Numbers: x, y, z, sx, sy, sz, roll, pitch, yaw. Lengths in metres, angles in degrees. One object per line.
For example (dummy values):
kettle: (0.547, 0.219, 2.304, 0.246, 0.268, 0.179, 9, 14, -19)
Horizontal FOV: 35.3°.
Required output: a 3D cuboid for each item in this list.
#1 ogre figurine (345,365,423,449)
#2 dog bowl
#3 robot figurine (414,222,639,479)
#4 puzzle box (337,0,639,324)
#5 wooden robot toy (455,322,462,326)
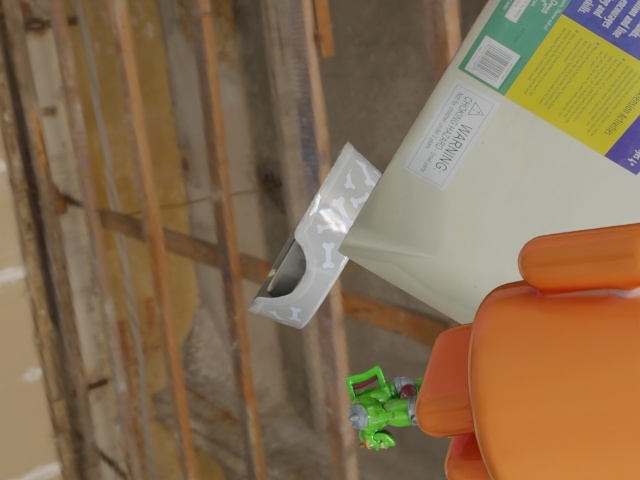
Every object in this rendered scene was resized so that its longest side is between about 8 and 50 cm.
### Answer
ogre figurine: (0.094, 0.197, 1.214, 0.197, 0.118, 0.097, -86, 167, -72)
dog bowl: (0.000, 0.000, 1.759, 0.102, 0.349, 0.349, 30, -42, -3)
robot figurine: (0.158, 0.071, 0.495, 0.219, 0.128, 0.158, -12, -97, 29)
puzzle box: (0.209, -0.057, 0.800, 0.272, 0.052, 0.409, 31, -44, 0)
wooden robot toy: (0.287, 0.188, 1.877, 0.079, 0.173, 0.076, 46, -60, -3)
